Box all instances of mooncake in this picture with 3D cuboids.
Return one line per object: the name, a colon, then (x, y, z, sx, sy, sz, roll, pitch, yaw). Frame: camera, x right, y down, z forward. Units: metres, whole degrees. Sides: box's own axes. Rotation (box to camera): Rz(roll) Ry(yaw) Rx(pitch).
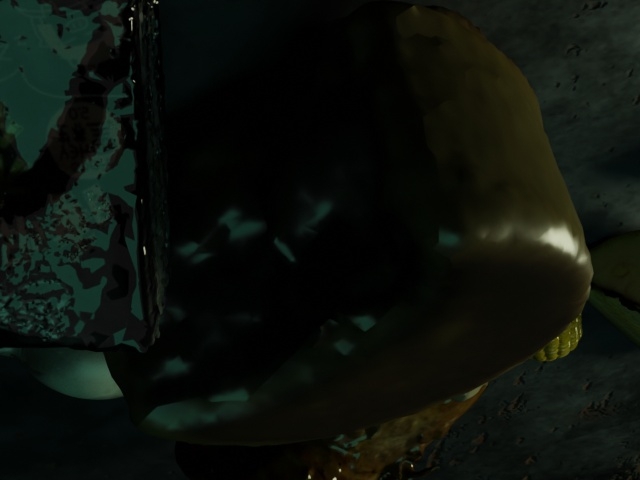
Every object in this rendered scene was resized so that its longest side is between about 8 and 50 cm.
mooncake: (0.000, 0.000, 1.366, 0.394, 0.246, 0.393, -12, 151, 0)

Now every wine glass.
wine glass: (-0.218, 0.095, 1.566, 0.222, 0.103, 0.103, 3, 143, -21)

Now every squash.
squash: (0.376, 0.077, 1.712, 0.252, 0.169, 0.093, 38, 78, -47)

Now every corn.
corn: (0.213, 0.070, 1.672, 0.085, 0.063, 0.165, 18, 163, 11)

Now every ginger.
ginger: (0.027, 0.186, 1.657, 0.418, 0.254, 0.176, -40, 140, 26)

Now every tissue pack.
tissue pack: (-0.230, -0.078, 1.202, 0.245, 0.123, 0.332, 2, 121, 3)
